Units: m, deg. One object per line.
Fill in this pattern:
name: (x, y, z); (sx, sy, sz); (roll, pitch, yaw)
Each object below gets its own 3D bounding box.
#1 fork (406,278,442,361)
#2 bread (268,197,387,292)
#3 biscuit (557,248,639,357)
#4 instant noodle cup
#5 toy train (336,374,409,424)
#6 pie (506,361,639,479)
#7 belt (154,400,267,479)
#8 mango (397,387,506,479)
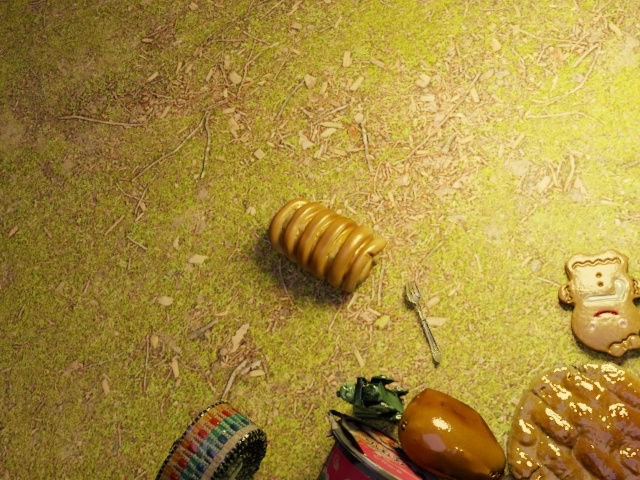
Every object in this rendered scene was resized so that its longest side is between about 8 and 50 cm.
fork: (0.240, 0.185, 1.725); (0.034, 0.028, 0.219); (-19, 61, 6)
bread: (0.000, 0.000, 1.846); (0.311, 0.121, 0.172); (27, 78, 29)
biscuit: (0.618, 0.136, 1.609); (0.184, 0.035, 0.248); (-5, 65, 18)
instant noodle cup: (0.094, 0.511, 1.516); (0.302, 0.258, 0.181); (34, 94, 33)
toy train: (0.113, 0.347, 1.597); (0.132, 0.200, 0.083); (-5, 62, 24)
pie: (0.545, 0.406, 1.485); (0.340, 0.083, 0.339); (-9, 61, 16)
belt: (-0.260, 0.510, 1.655); (0.161, 0.207, 0.295); (33, 95, 25)
mango: (0.274, 0.429, 1.527); (0.236, 0.166, 0.136); (23, 109, 1)
